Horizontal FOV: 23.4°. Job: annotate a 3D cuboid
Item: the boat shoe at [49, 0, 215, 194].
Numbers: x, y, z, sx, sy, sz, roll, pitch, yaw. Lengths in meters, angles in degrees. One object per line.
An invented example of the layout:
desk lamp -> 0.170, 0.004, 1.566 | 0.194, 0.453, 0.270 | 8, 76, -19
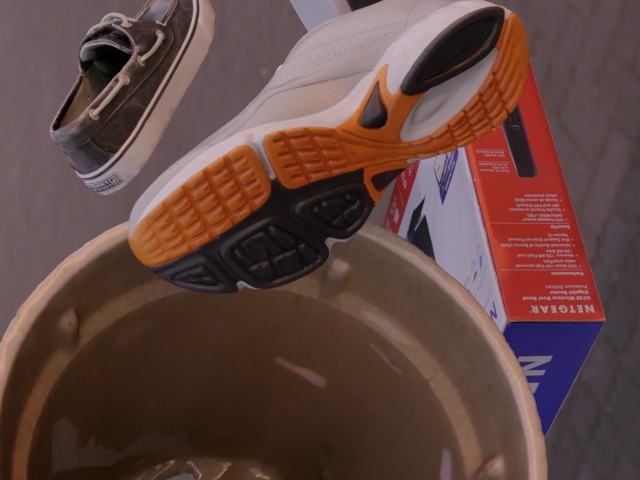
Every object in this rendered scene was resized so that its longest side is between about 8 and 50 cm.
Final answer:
boat shoe -> -0.138, -0.132, 1.140 | 0.078, 0.070, 0.219 | -21, 35, 32

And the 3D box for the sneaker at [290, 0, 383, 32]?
sneaker -> 0.011, -0.339, 1.530 | 0.105, 0.147, 0.295 | 12, 135, 55

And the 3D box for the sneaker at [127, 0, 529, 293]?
sneaker -> -0.006, -0.066, 0.927 | 0.121, 0.262, 0.099 | 40, 158, 54

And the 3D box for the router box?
router box -> 0.131, 0.044, 1.358 | 0.335, 0.082, 0.301 | 104, 162, -50

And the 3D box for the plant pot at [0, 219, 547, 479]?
plant pot -> -0.056, 0.190, 1.015 | 0.305, 0.334, 0.333 | 111, 157, -58
